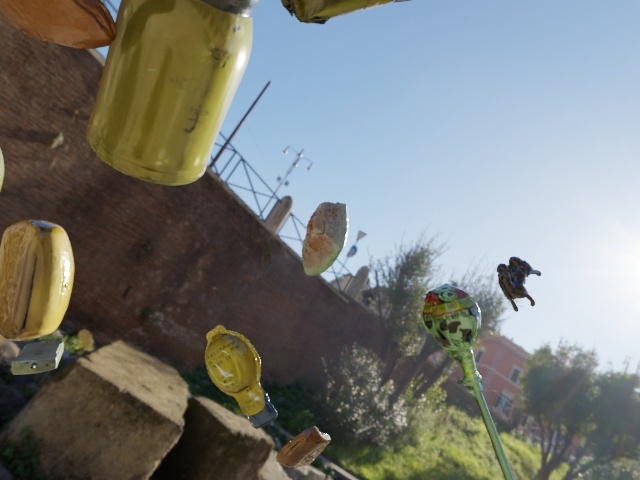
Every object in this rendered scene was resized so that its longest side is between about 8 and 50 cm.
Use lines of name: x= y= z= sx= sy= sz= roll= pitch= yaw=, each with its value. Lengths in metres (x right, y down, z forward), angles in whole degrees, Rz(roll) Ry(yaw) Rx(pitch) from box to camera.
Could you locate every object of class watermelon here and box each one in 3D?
watermelon: x=0.008 y=0.005 z=0.981 sx=0.094 sy=0.180 sz=0.081 roll=8 pitch=17 yaw=-12

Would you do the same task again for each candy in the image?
candy: x=0.230 y=0.214 z=0.674 sx=0.091 sy=0.083 sz=0.306 roll=60 pitch=11 yaw=-87

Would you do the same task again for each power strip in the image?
power strip: x=-0.612 y=0.254 z=0.981 sx=0.079 sy=0.029 sz=0.226 roll=0 pitch=-1 yaw=-25

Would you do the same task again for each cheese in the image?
cheese: x=-0.204 y=0.339 z=1.122 sx=0.270 sy=0.177 sz=0.069 roll=58 pitch=26 yaw=10

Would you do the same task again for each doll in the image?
doll: x=0.502 y=0.099 z=1.159 sx=0.165 sy=0.139 sz=0.057 roll=41 pitch=-30 yaw=-29

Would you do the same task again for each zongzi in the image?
zongzi: x=0.018 y=-0.482 z=0.761 sx=0.289 sy=0.260 sz=0.123 roll=57 pitch=-17 yaw=36

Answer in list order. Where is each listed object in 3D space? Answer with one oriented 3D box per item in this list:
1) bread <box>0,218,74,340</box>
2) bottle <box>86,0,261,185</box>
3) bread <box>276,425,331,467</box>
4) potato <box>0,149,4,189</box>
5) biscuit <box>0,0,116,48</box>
bread: x=-0.271 y=0.038 z=0.434 sx=0.082 sy=0.115 sz=0.056 roll=-2 pitch=-10 yaw=32
bottle: x=-0.176 y=-0.259 z=0.584 sx=0.171 sy=0.351 sz=0.172 roll=24 pitch=30 yaw=-15
bread: x=-0.035 y=0.533 z=1.141 sx=0.126 sy=0.129 sz=0.044 roll=41 pitch=4 yaw=-45
potato: x=-0.788 y=-0.140 z=0.994 sx=0.113 sy=0.252 sz=0.149 roll=6 pitch=2 yaw=32
biscuit: x=-0.265 y=-0.267 z=0.445 sx=0.186 sy=0.036 sz=0.192 roll=15 pitch=-27 yaw=2
